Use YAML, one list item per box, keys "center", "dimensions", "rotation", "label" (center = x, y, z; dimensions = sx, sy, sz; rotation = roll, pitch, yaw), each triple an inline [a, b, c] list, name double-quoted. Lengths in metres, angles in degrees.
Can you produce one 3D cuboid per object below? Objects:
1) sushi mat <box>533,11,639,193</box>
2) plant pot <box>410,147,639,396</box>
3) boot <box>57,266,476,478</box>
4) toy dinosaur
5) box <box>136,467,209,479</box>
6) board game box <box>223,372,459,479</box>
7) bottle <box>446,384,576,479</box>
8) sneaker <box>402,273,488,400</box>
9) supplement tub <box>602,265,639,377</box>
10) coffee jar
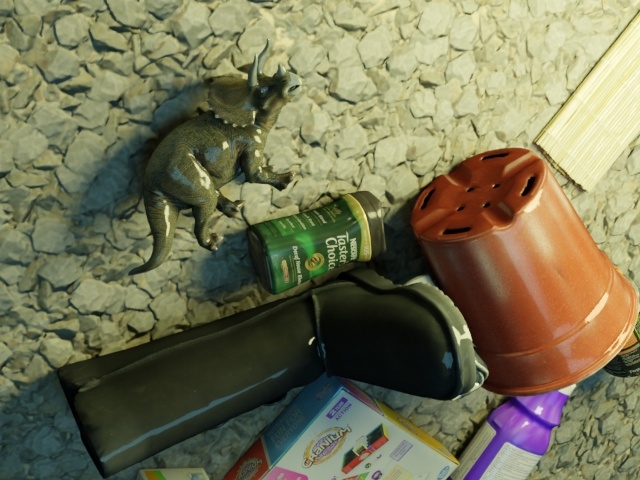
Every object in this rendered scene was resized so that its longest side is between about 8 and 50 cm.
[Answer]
- center: [0.460, -0.228, 1.514]
  dimensions: [0.151, 0.019, 0.316]
  rotation: [33, 98, -37]
  label: "sushi mat"
- center: [0.271, 0.030, 1.424]
  dimensions: [0.272, 0.272, 0.265]
  rotation: [-36, 118, -6]
  label: "plant pot"
- center: [-0.079, 0.171, 1.253]
  dimensions: [0.445, 0.367, 0.146]
  rotation: [-15, 100, -19]
  label: "boot"
- center: [-0.140, -0.093, 1.238]
  dimensions: [0.313, 0.121, 0.160]
  rotation: [-41, 115, 4]
  label: "toy dinosaur"
- center: [-0.192, 0.425, 1.419]
  dimensions: [0.103, 0.203, 0.114]
  rotation: [5, 113, -30]
  label: "box"
- center: [0.041, 0.365, 1.593]
  dimensions: [0.242, 0.064, 0.316]
  rotation: [-48, 127, 4]
  label: "board game box"
- center: [0.324, 0.339, 1.708]
  dimensions: [0.118, 0.092, 0.283]
  rotation: [24, 103, -36]
  label: "bottle"
- center: [0.155, 0.163, 1.435]
  dimensions: [0.086, 0.163, 0.226]
  rotation: [-28, 161, -14]
  label: "sneaker"
- center: [0.483, 0.130, 1.661]
  dimensions: [0.117, 0.117, 0.190]
  rotation: [-39, 127, -3]
  label: "supplement tub"
- center: [0.000, 0.000, 1.363]
  dimensions: [0.184, 0.079, 0.096]
  rotation: [-20, 124, -17]
  label: "coffee jar"
